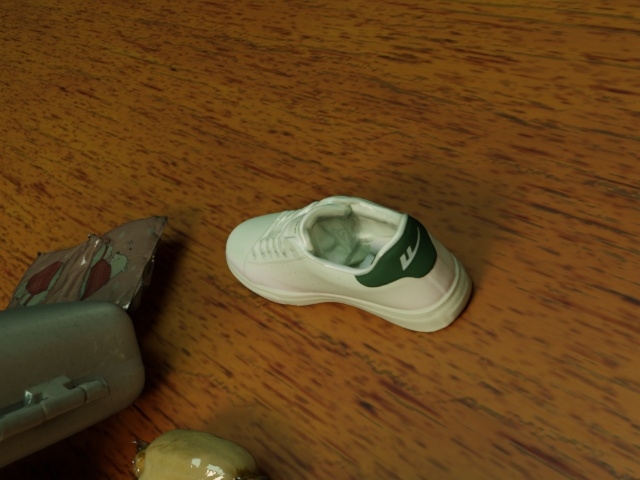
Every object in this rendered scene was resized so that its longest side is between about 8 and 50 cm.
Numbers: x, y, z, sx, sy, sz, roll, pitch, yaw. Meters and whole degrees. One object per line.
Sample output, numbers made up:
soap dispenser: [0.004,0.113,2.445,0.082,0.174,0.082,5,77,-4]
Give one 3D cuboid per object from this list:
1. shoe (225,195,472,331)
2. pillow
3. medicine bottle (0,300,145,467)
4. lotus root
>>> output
shoe: [0.000,0.000,0.700,0.264,0.110,0.095,11,63,39]
pillow: [-0.266,0.052,0.899,0.248,0.049,0.135,-15,47,32]
medicine bottle: [-0.343,0.137,0.673,0.282,0.375,0.123,-10,94,31]
lotus root: [-0.099,0.189,0.646,0.150,0.062,0.073,1,79,39]
